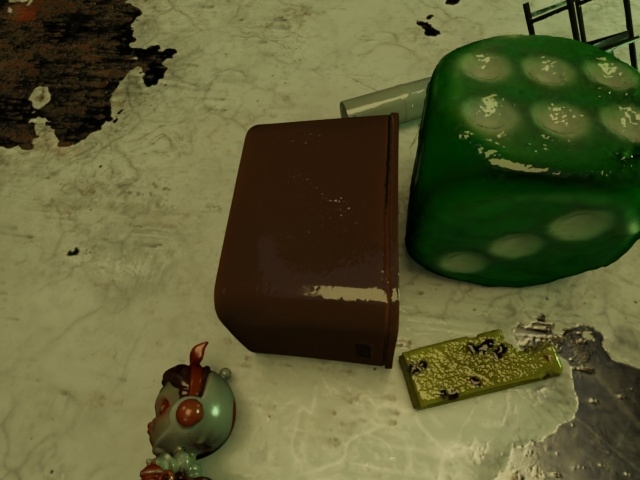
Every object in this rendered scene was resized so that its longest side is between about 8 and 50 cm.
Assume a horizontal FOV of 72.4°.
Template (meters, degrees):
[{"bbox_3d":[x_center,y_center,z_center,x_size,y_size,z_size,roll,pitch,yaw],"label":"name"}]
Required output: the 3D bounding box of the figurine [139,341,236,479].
[{"bbox_3d":[-0.176,0.253,0.590,0.160,0.184,0.226,-2,48,-7],"label":"figurine"}]

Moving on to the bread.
[{"bbox_3d":[0.238,0.184,0.652,0.226,0.049,0.088,-13,61,-4],"label":"bread"}]

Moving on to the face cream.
[{"bbox_3d":[0.168,-0.280,0.896,0.249,0.077,0.077,-16,61,-4],"label":"face cream"}]

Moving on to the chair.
[{"bbox_3d":[0.546,-0.394,0.904,0.154,0.141,0.260,-23,106,-8],"label":"chair"}]

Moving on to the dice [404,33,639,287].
[{"bbox_3d":[0.292,-0.110,0.669,0.297,0.300,0.287,6,60,8],"label":"dice"}]

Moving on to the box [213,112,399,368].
[{"bbox_3d":[0.000,0.000,0.668,0.229,0.239,0.340,1,62,8],"label":"box"}]
